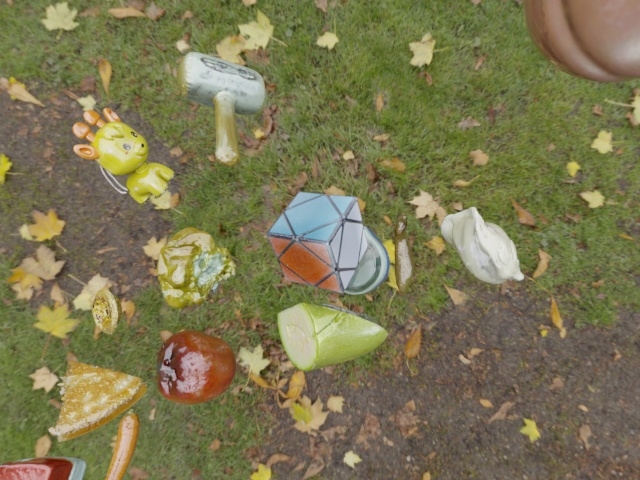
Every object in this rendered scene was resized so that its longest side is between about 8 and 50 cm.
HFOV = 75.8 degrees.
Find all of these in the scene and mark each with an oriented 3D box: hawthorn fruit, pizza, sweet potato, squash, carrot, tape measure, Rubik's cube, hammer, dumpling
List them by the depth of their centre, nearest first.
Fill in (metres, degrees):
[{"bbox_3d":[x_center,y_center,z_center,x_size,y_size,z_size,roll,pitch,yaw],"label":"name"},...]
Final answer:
[{"bbox_3d":[0.156,0.027,0.769,0.038,0.041,0.153,-6,100,-15],"label":"sweet potato"},{"bbox_3d":[-0.491,0.325,0.880,0.199,0.188,0.062,29,124,35],"label":"pizza"},{"bbox_3d":[-0.207,-0.277,0.903,0.202,0.113,0.305,5,55,-28],"label":"hammer"},{"bbox_3d":[-0.566,0.621,1.162,0.062,0.066,0.271,16,67,-19],"label":"carrot"},{"bbox_3d":[0.000,0.000,1.209,0.205,0.205,0.207,8,136,29],"label":"Rubik's cube"},{"bbox_3d":[0.062,0.273,1.288,0.309,0.234,0.210,-10,75,-34],"label":"squash"},{"bbox_3d":[0.531,0.042,1.400,0.187,0.243,0.318,-45,108,-23],"label":"dumpling"},{"bbox_3d":[-0.469,0.488,1.573,0.312,0.295,0.294,25,95,-25],"label":"hawthorn fruit"},{"bbox_3d":[0.144,0.092,1.689,0.259,0.138,0.262,-45,64,17],"label":"tape measure"}]

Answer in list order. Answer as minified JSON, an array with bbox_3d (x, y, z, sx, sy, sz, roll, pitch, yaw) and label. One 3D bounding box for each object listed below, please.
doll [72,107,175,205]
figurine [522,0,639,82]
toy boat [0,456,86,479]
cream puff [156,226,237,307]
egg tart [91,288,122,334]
[{"bbox_3d":[-0.432,-0.186,0.904,0.136,0.221,0.142,-11,50,31],"label":"doll"},{"bbox_3d":[0.215,-0.319,0.218,0.248,0.277,0.387,21,65,-32],"label":"figurine"},{"bbox_3d":[-0.504,0.437,0.581,0.332,0.133,0.145,-36,72,-29],"label":"toy boat"},{"bbox_3d":[-0.516,0.097,1.616,0.274,0.323,0.269,-17,108,36],"label":"cream puff"},{"bbox_3d":[-0.578,0.194,1.132,0.129,0.049,0.128,4,97,36],"label":"egg tart"}]
